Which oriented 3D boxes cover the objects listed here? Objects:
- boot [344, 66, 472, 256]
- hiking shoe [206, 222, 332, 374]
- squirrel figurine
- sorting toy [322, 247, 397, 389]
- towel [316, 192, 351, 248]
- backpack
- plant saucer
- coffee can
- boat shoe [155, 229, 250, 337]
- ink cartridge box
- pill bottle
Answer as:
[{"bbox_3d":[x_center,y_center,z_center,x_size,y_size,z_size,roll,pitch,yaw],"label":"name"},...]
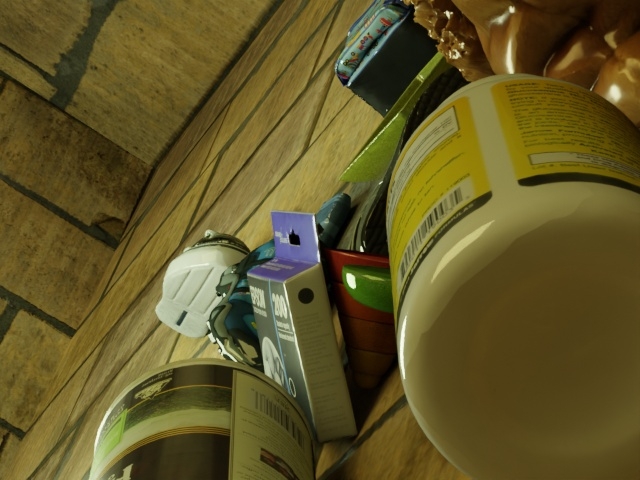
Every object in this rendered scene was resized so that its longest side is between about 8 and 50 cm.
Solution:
[{"bbox_3d":[0.090,-0.063,1.695,0.246,0.083,0.161,-59,6,-16],"label":"boot"},{"bbox_3d":[-0.046,0.068,1.818,0.132,0.113,0.304,-43,21,12],"label":"hiking shoe"},{"bbox_3d":[0.125,-0.284,1.392,0.281,0.370,0.397,-60,12,-13],"label":"squirrel figurine"},{"bbox_3d":[0.068,0.086,1.383,0.365,0.127,0.126,-144,63,-80],"label":"sorting toy"},{"bbox_3d":[0.000,0.000,2.004,0.119,0.029,0.067,-61,12,-23],"label":"towel"},{"bbox_3d":[0.107,-0.256,2.036,0.158,0.117,0.173,-46,13,39],"label":"backpack"},{"bbox_3d":[0.115,-0.150,1.819,0.188,0.045,0.188,-53,4,-30],"label":"plant saucer"},{"bbox_3d":[-0.098,0.238,1.351,0.201,0.201,0.275,-54,11,13],"label":"coffee can"},{"bbox_3d":[-0.154,0.040,2.297,0.119,0.121,0.335,-66,12,-20],"label":"boat shoe"},{"bbox_3d":[-0.026,0.076,1.567,0.206,0.045,0.208,-176,76,-77],"label":"ink cartridge box"},{"bbox_3d":[0.136,0.006,1.037,0.188,0.188,0.334,-53,12,18],"label":"pill bottle"}]
